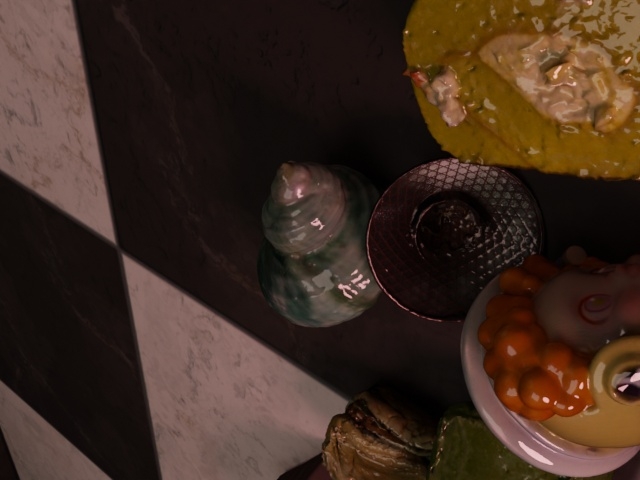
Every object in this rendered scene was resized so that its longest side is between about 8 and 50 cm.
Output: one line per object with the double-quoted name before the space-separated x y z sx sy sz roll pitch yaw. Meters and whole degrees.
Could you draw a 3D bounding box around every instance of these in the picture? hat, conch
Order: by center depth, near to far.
"hat" 0.145 -0.010 0.861 0.193 0.082 0.193 1 109 2
"conch" 0.000 0.000 0.957 0.220 0.195 0.277 63 179 37

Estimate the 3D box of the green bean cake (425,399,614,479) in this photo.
"green bean cake" 0.228 0.303 0.913 0.200 0.113 0.214 6 87 40

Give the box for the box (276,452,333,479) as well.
"box" -0.009 0.499 1.345 0.188 0.153 0.252 47 141 6

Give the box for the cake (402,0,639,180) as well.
"cake" 0.202 -0.159 0.631 0.260 0.156 0.179 10 131 40

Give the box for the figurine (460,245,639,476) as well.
"figurine" 0.312 0.111 0.656 0.382 0.224 0.205 -2 119 47

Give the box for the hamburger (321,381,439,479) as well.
"hamburger" 0.111 0.294 1.105 0.206 0.130 0.183 22 141 14
